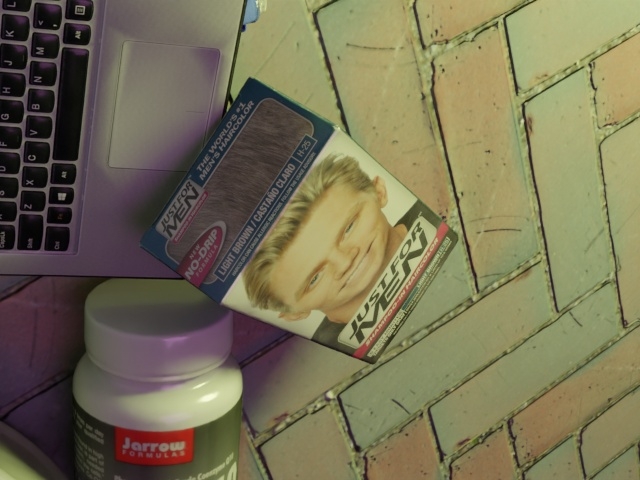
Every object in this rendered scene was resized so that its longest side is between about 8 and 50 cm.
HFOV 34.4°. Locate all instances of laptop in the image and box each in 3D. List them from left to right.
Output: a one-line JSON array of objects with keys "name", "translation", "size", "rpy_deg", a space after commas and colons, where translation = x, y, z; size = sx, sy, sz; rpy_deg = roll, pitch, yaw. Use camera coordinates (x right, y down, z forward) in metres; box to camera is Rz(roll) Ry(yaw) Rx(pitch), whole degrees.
[{"name": "laptop", "translation": [-0.240, -0.066, 0.701], "size": [0.408, 0.236, 0.382], "rpy_deg": [2, 126, -19]}]

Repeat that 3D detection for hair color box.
[{"name": "hair color box", "translation": [0.000, 0.000, 0.976], "size": [0.174, 0.105, 0.347], "rpy_deg": [-57, 152, 1]}]

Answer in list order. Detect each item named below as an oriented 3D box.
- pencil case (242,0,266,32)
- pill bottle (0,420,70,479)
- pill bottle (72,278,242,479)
[{"name": "pencil case", "translation": [-0.075, -0.313, 0.839], "size": [0.133, 0.119, 0.306], "rpy_deg": [11, 106, -26]}, {"name": "pill bottle", "translation": [-0.354, 0.295, 0.921], "size": [0.265, 0.153, 0.153], "rpy_deg": [-52, 130, -3]}, {"name": "pill bottle", "translation": [-0.157, 0.185, 0.998], "size": [0.161, 0.161, 0.283], "rpy_deg": [-10, 117, -30]}]
